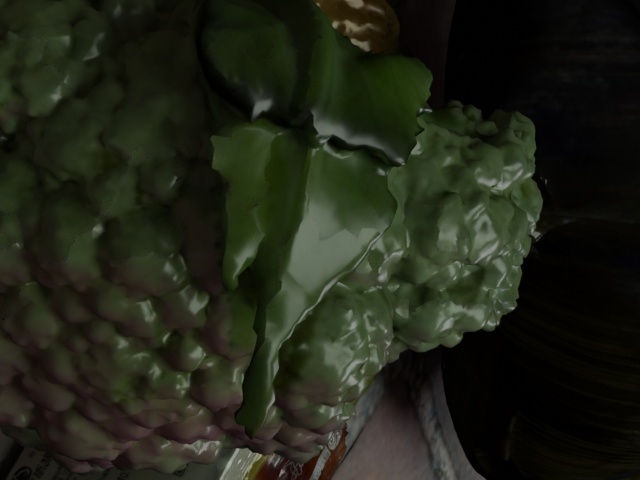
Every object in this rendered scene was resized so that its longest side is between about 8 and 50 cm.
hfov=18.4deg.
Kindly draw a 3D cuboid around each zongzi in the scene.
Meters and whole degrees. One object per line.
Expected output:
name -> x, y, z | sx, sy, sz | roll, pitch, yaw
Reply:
zongzi -> 0.277, 0.007, 1.053 | 0.403, 0.432, 0.208 | 88, 0, -58

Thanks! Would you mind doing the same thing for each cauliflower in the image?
cauliflower -> -0.043, -0.036, 0.787 | 0.315, 0.256, 0.239 | -85, 166, -57

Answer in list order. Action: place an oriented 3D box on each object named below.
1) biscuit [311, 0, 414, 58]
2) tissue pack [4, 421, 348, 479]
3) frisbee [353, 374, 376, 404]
biscuit -> 0.013, -0.074, 0.946 | 0.118, 0.061, 0.183 | -57, 145, -26
tissue pack -> -0.071, 0.116, 0.878 | 0.149, 0.106, 0.099 | -60, 146, -23
frisbee -> 0.000, 0.000, 1.033 | 0.236, 0.017, 0.236 | -30, 127, -50
